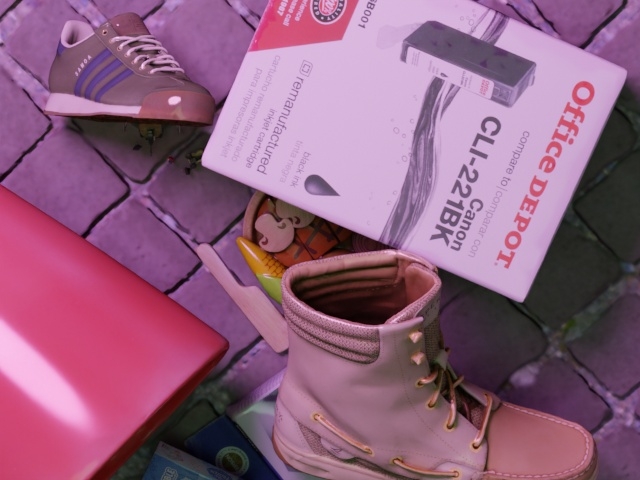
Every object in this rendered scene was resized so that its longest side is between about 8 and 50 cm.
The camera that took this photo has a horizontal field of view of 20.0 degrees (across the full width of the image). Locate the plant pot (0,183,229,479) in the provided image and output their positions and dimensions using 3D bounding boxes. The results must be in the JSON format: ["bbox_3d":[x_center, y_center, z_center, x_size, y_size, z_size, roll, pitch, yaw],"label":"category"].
[{"bbox_3d":[-0.249,0.097,1.433,0.243,0.275,0.275,43,105,2],"label":"plant pot"}]

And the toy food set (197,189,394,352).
[{"bbox_3d":[0.000,0.000,1.486,0.192,0.038,0.132,-39,99,13],"label":"toy food set"}]

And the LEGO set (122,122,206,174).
[{"bbox_3d":[-0.130,-0.090,1.485,0.054,0.023,0.083,-29,114,14],"label":"LEGO set"}]

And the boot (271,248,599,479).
[{"bbox_3d":[0.093,0.108,1.394,0.262,0.095,0.203,10,135,8],"label":"boot"}]

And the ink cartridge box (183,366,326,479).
[{"bbox_3d":[0.031,0.199,1.534,0.224,0.045,0.223,-37,99,13],"label":"ink cartridge box"}]

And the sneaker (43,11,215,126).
[{"bbox_3d":[-0.150,-0.135,1.408,0.064,0.192,0.086,6,91,-42],"label":"sneaker"}]

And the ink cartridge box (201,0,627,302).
[{"bbox_3d":[0.072,-0.097,1.403,0.273,0.114,0.197,23,98,-2],"label":"ink cartridge box"}]

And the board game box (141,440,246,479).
[{"bbox_3d":[-0.113,0.224,1.553,0.090,0.020,0.090,25,126,-1],"label":"board game box"}]
